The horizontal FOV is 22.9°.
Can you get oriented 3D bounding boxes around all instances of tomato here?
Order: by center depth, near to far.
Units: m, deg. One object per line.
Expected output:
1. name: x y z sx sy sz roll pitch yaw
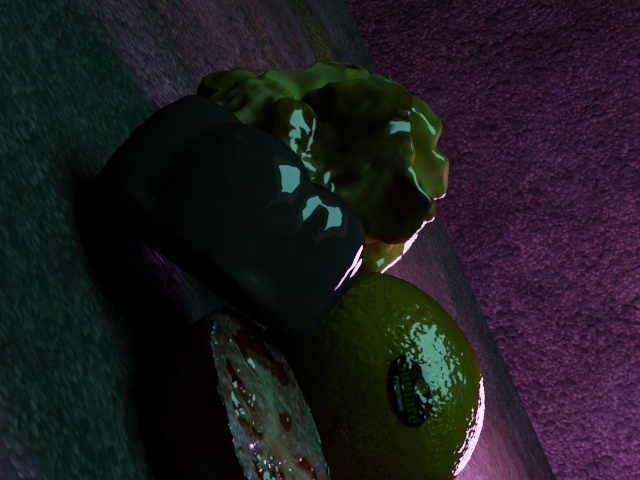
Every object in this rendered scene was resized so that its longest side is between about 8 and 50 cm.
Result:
1. tomato: -0.066 0.169 1.276 0.225 0.085 0.225 -22 90 -79

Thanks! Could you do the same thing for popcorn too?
1. popcorn: -0.030 -0.071 1.620 0.332 0.265 0.225 28 -50 38

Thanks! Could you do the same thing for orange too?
1. orange: 0.047 0.148 1.520 0.236 0.236 0.236 60 11 -20

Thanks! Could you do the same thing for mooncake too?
1. mooncake: -0.074 -0.016 1.366 0.245 0.133 0.245 38 -11 9
